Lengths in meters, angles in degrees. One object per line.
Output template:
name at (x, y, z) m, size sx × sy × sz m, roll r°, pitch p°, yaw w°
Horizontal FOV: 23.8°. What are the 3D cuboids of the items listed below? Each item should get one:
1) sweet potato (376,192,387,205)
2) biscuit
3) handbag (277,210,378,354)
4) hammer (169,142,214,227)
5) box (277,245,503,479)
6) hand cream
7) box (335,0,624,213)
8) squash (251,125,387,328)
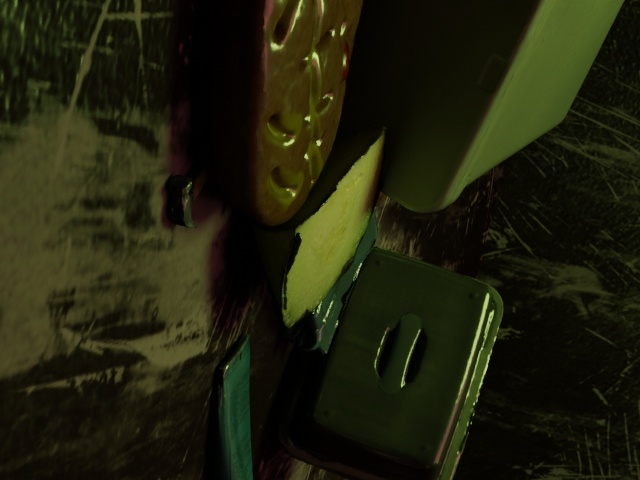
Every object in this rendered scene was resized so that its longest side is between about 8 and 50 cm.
sweet potato at (0.062, -0.065, 1.861) m, size 0.214 × 0.050 × 0.050 m, roll 39°, pitch 67°, yaw -81°
biscuit at (-0.005, -0.217, 1.293) m, size 0.350 × 0.070 × 0.394 m, roll -63°, pitch 161°, yaw -50°
handbag at (0.000, 0.019, 1.665) m, size 0.229 × 0.062 × 0.179 m, roll 75°, pitch 35°, yaw -66°
hammer at (-0.086, -0.075, 1.275) m, size 0.182 × 0.017 × 0.062 m, roll -63°, pitch 163°, yaw -46°
box at (0.085, 0.158, 1.840) m, size 0.166 × 0.220 × 0.290 m, roll 106°, pitch 3°, yaw -70°
hand cream at (-0.090, 0.208, 1.558) m, size 0.083 × 0.048 × 0.224 m, roll -53°, pitch 149°, yaw -60°
box at (0.189, -0.245, 1.592) m, size 0.344 × 0.177 × 0.352 m, roll -31°, pitch 149°, yaw -55°
squash at (-0.020, -0.013, 1.479) m, size 0.192 × 0.085 × 0.184 m, roll -48°, pitch 159°, yaw -40°
